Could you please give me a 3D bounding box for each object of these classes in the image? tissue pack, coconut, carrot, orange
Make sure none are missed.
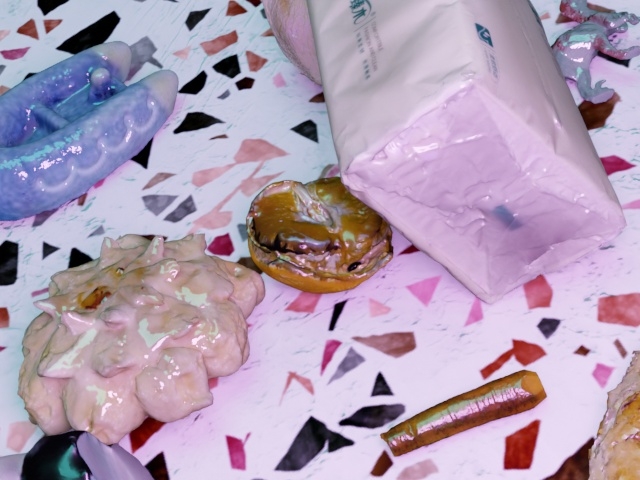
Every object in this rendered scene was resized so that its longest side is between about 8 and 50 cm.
[{"bbox_3d":[0.142,-0.164,1.416,0.207,0.297,0.380,-34,42,23],"label":"tissue pack"},{"bbox_3d":[0.032,-0.318,1.664,0.227,0.230,0.227,-11,45,11],"label":"coconut"},{"bbox_3d":[0.142,0.174,1.298,0.170,0.042,0.042,-23,45,1],"label":"carrot"},{"bbox_3d":[0.000,0.000,1.461,0.170,0.112,0.160,29,48,11],"label":"orange"}]

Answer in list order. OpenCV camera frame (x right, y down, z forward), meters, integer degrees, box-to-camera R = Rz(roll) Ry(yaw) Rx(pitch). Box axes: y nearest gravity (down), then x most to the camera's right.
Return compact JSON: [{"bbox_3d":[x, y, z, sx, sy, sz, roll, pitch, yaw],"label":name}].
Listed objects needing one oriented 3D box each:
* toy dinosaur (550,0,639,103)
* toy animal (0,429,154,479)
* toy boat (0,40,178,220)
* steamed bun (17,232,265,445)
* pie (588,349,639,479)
[{"bbox_3d":[0.309,-0.227,1.607,0.242,0.053,0.167,-42,47,-20],"label":"toy dinosaur"},{"bbox_3d":[-0.260,0.271,1.281,0.179,0.166,0.138,-26,37,11],"label":"toy animal"},{"bbox_3d":[-0.355,-0.164,1.734,0.330,0.123,0.215,-37,49,-18],"label":"toy boat"},{"bbox_3d":[-0.208,0.079,1.425,0.295,0.137,0.292,-25,33,-4],"label":"steamed bun"},{"bbox_3d":[0.365,0.203,1.152,0.308,0.085,0.308,-9,49,11],"label":"pie"}]
